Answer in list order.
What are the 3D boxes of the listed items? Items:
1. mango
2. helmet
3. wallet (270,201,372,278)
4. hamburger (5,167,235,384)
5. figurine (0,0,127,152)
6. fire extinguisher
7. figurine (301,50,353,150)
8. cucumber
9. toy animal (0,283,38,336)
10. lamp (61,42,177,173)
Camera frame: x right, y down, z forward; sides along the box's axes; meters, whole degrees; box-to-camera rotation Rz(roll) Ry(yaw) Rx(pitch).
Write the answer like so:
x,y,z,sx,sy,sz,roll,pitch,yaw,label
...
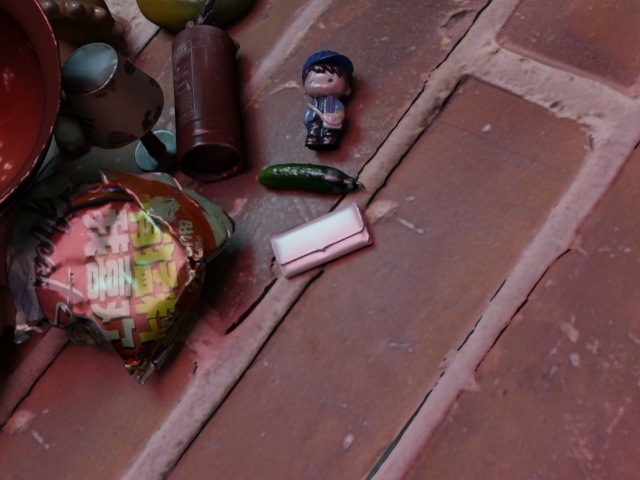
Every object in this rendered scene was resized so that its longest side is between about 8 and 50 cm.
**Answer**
x,y,z,sx,sy,sz,roll,pitch,yaw,label
-0.195,-0.384,1.212,0.194,0.092,0.130,-3,64,11,mango
-0.481,-0.162,1.010,0.385,0.230,0.337,-39,89,0,helmet
0.000,0.000,0.991,0.122,0.025,0.061,-23,67,11,wallet
-0.263,0.030,1.028,0.276,0.150,0.261,16,91,9,hamburger
-0.388,-0.299,1.196,0.173,0.177,0.247,-31,46,28,figurine
-0.159,-0.224,1.112,0.104,0.105,0.269,-15,62,15,fire extinguisher
0.011,-0.188,1.057,0.077,0.079,0.136,1,91,19,figurine
-0.014,-0.084,1.028,0.155,0.037,0.037,7,70,24,cucumber
-0.535,0.151,1.054,0.212,0.195,0.256,5,71,32,toy animal
-0.259,-0.165,1.055,0.121,0.215,0.121,-5,64,11,lamp
